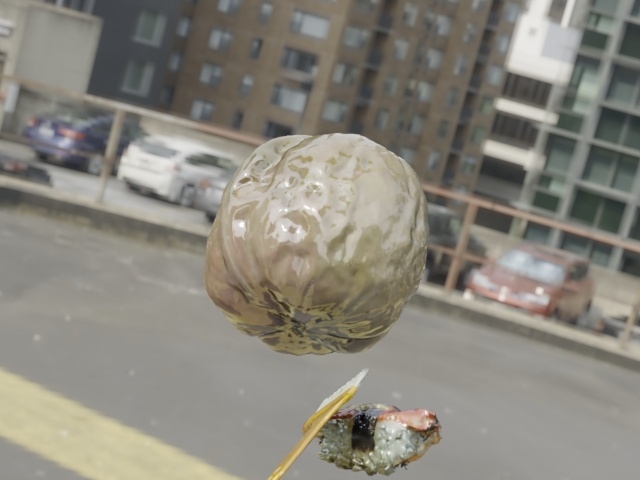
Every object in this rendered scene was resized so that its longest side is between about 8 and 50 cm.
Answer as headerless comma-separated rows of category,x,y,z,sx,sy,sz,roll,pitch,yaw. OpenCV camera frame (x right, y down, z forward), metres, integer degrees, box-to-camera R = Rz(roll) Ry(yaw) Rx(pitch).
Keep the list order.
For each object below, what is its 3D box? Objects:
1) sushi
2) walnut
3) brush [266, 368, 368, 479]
sushi,0.071,0.296,2.027,0.226,0.097,0.103,-2,23,32
walnut,-0.002,-0.001,1.456,0.248,0.248,0.248,15,8,-2
brush,-0.014,0.269,1.920,0.013,0.103,0.272,48,34,-1
